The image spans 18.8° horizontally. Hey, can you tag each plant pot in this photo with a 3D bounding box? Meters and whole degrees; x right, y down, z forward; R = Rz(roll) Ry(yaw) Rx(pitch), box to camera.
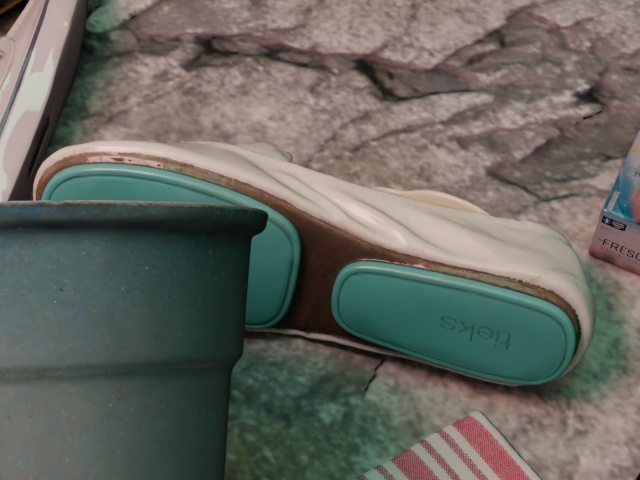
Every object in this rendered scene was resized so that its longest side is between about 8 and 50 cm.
[{"bbox_3d":[-0.193,0.153,1.081,0.341,0.341,0.334,-2,89,-6],"label":"plant pot"}]

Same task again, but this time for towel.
[{"bbox_3d":[0.074,0.210,1.284,0.197,0.029,0.144,-28,63,-23],"label":"towel"}]

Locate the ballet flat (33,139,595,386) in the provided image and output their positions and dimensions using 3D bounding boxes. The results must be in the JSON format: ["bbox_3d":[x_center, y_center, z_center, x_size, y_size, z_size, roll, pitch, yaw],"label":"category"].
[{"bbox_3d":[0.000,0.000,1.370,0.400,0.139,0.139,15,57,1],"label":"ballet flat"}]

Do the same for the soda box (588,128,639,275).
[{"bbox_3d":[0.263,-0.061,1.454,0.058,0.063,0.183,22,58,11],"label":"soda box"}]

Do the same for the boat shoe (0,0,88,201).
[{"bbox_3d":[-0.240,-0.101,1.427,0.088,0.096,0.267,16,65,0],"label":"boat shoe"}]

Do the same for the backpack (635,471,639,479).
[{"bbox_3d":[0.324,0.155,1.206,0.191,0.253,0.225,39,59,-3],"label":"backpack"}]

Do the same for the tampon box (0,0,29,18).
[{"bbox_3d":[-0.297,-0.242,1.481,0.120,0.101,0.161,-36,85,-24],"label":"tampon box"}]
